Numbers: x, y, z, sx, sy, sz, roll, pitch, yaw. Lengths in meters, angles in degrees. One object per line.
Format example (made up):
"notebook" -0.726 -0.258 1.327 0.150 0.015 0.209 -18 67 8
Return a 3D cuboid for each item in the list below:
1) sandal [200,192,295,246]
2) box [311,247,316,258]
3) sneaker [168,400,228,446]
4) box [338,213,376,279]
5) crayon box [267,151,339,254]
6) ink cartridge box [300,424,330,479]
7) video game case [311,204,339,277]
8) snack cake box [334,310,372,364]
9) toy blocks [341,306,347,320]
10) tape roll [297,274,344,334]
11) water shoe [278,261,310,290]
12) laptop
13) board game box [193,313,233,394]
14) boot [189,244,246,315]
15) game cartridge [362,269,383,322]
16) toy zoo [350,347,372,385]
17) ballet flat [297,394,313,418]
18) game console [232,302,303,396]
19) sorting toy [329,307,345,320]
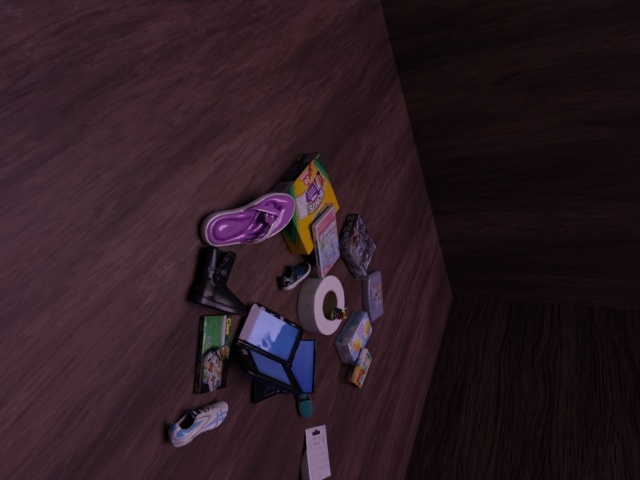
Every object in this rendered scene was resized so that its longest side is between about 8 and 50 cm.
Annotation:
"sandal" -0.236 -0.060 1.503 0.416 0.102 0.169 -25 122 -39
"box" 0.000 0.000 1.984 0.126 0.072 0.137 -59 136 -40
"sneaker" -0.393 0.584 1.344 0.237 0.085 0.086 -13 106 -59
"box" 0.206 0.039 2.309 0.307 0.076 0.242 56 46 -41
"crayon box" -0.066 -0.170 1.847 0.363 0.106 0.313 -57 135 -41
"ink cartridge box" -0.029 1.031 1.974 0.189 0.066 0.232 25 48 -55
"video game case" 0.029 0.005 1.907 0.204 0.025 0.285 -50 142 -48
"snack cake box" 0.188 0.532 2.265 0.264 0.089 0.152 -50 132 -45
"toy blocks" 0.102 0.341 2.151 0.123 0.054 0.148 -7 98 -66
"tape roll" 0.006 0.307 1.969 0.286 0.100 0.286 -2 92 -58
"water shoe" -0.111 0.139 1.807 0.203 0.073 0.080 -48 127 -47
"laptop" -0.143 0.537 1.692 0.264 0.137 0.234 10 81 -61
"board game box" -0.373 0.392 1.430 0.136 0.030 0.259 13 79 -55
"boot" -0.329 0.144 1.436 0.246 0.094 0.207 33 66 -46
"game cartridge" 0.320 0.346 2.513 0.198 0.062 0.297 -19 106 -61
"toy zoo" 0.228 0.714 2.280 0.192 0.030 0.293 -65 158 -19
"ballet flat" -0.076 0.713 1.870 0.068 0.072 0.213 -92 171 -69
"game console" -0.167 0.416 1.562 0.293 0.250 0.173 36 95 -34
"sorting toy" 0.087 0.355 1.963 0.102 0.042 0.061 5 85 -58
